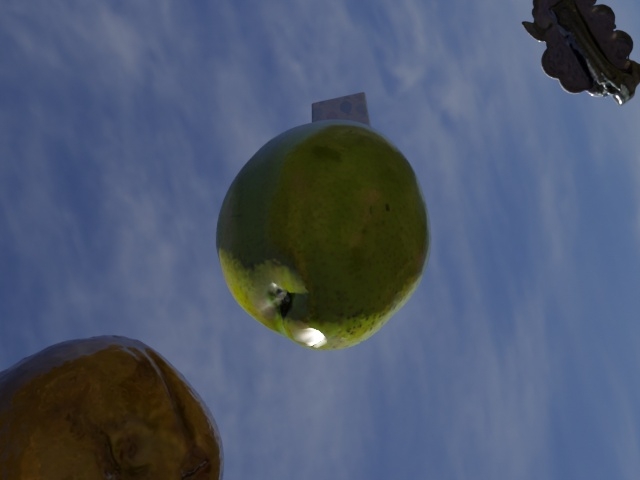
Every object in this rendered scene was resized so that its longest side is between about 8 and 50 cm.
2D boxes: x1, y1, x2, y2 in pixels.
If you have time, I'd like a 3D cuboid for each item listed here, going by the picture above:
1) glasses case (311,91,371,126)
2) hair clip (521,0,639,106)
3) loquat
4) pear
[{"bbox_3d":[0.024,-0.118,1.419,0.170,0.064,0.041,-92,-9,-70],"label":"glasses case"},{"bbox_3d":[0.352,-0.262,1.751,0.195,0.124,0.052,53,174,-2],"label":"hair clip"},{"bbox_3d":[-0.241,0.227,1.275,0.276,0.283,0.276,4,-97,-38],"label":"loquat"},{"bbox_3d":[0.000,0.000,1.128,0.187,0.187,0.220,51,-140,-35],"label":"pear"}]
